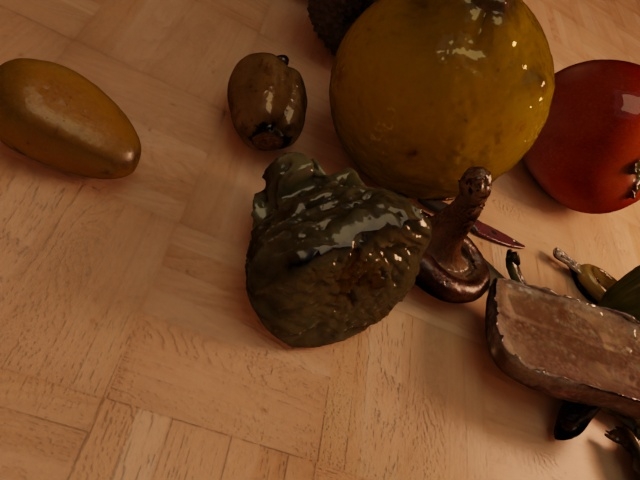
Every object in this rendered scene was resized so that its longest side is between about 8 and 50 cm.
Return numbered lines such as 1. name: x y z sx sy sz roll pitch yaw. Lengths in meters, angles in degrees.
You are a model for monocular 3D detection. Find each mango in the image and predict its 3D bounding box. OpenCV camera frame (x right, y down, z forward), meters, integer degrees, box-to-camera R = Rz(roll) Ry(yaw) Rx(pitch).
1. mango: -0.319 -0.144 0.670 0.195 0.098 0.137 39 44 -10

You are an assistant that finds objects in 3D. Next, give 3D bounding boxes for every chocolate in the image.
1. chocolate: 0.390 0.177 0.819 0.303 0.100 0.185 16 38 -3

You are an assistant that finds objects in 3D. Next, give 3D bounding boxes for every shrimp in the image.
1. shrimp: 0.431 0.333 0.772 0.445 0.085 0.272 -7 56 -37

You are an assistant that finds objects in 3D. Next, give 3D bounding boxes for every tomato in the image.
1. tomato: 0.574 -0.227 1.126 0.321 0.321 0.321 15 51 -20

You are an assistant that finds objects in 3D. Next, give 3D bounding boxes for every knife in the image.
1. knife: 0.285 -0.030 0.988 0.247 0.018 0.035 23 46 -16

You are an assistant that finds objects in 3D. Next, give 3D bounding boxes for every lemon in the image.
1. lemon: 0.188 -0.245 0.854 0.350 0.387 0.349 2 64 -4

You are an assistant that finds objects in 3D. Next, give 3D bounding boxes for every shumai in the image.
1. shumai: 0.001 0.001 0.722 0.256 0.189 0.218 -19 50 -22

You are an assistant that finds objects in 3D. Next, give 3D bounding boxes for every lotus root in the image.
1. lotus root: -0.084 -0.232 0.855 0.125 0.118 0.221 42 33 -44

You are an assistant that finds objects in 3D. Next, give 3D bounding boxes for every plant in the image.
1. plant: 0.507 0.123 0.964 0.180 0.333 0.251 -23 113 -71

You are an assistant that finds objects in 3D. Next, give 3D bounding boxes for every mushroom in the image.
1. mushroom: 0.201 -0.017 0.793 0.227 0.217 0.148 25 48 -13

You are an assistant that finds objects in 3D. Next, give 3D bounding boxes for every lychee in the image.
1. lychee: 0.115 -0.484 1.032 0.300 0.300 0.300 15 51 -20

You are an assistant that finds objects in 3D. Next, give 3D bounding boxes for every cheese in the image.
1. cheese: 0.519 0.068 1.042 0.162 0.036 0.086 36 46 -4

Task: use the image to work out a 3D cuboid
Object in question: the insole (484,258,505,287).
1. insole: 0.263 0.033 0.934 0.192 0.010 0.063 43 48 2
